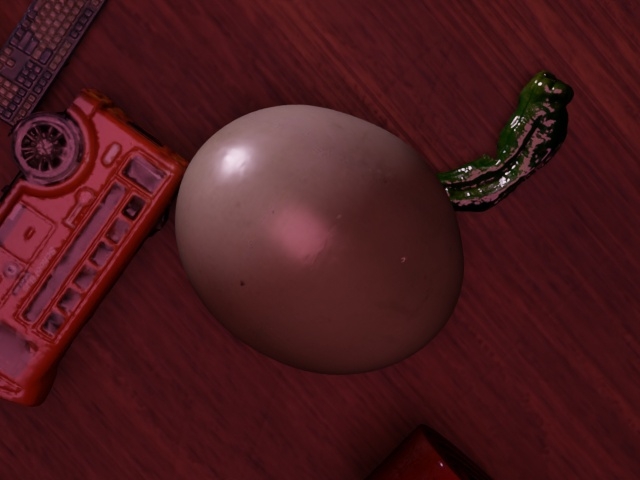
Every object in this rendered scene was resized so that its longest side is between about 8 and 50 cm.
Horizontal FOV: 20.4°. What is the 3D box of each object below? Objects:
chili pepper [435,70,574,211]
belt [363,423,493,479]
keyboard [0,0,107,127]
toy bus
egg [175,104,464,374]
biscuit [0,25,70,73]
[{"bbox_3d":[0.154,-0.076,1.586,0.182,0.050,0.073,-36,103,4],"label":"chili pepper"},{"bbox_3d":[0.160,0.301,1.536,0.115,0.227,0.324,-44,108,5],"label":"belt"},{"bbox_3d":[-0.238,-0.183,1.562,0.055,0.014,0.176,32,81,1],"label":"keyboard"},{"bbox_3d":[-0.255,0.030,1.536,0.153,0.143,0.329,36,92,-4],"label":"toy bus"},{"bbox_3d":[0.000,0.000,1.499,0.219,0.219,0.269,-47,126,3],"label":"egg"},{"bbox_3d":[-0.351,-0.091,1.577,0.292,0.026,0.048,-35,92,1],"label":"biscuit"}]
